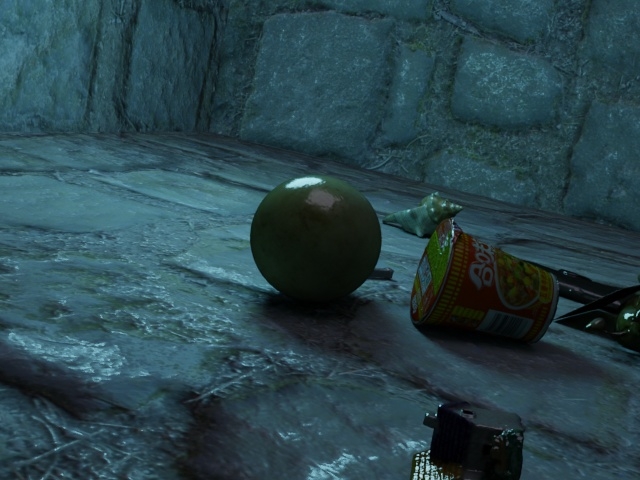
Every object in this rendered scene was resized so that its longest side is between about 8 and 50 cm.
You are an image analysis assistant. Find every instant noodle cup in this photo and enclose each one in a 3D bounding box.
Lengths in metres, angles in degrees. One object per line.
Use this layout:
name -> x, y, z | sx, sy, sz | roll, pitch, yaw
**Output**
instant noodle cup -> 0.286, 0.083, 1.438 | 0.212, 0.193, 0.193 | 18, 11, -7

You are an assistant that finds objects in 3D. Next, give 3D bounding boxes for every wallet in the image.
wallet -> 0.565, 0.097, 1.939 | 0.309, 0.042, 0.165 | 19, 15, 33

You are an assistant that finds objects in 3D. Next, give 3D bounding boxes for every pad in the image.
pad -> 0.580, 0.119, 1.683 | 0.158, 0.003, 0.235 | -32, -18, 36

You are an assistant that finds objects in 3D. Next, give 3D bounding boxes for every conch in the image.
conch -> 0.279, -0.058, 2.287 | 0.234, 0.114, 0.137 | -22, -8, 15

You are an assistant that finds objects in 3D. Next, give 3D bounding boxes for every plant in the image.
plant -> 0.671, 0.189, 1.496 | 0.333, 0.180, 0.251 | 42, 34, 13

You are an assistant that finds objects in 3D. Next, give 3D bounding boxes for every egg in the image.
egg -> 0.000, 0.000, 1.449 | 0.218, 0.218, 0.295 | 15, -2, 18

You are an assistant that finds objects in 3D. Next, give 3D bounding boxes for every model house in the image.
model house -> 0.141, 0.216, 0.817 | 0.100, 0.101, 0.088 | 12, 13, 9

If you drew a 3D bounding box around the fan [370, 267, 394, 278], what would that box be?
fan -> 0.023, 0.058, 1.665 | 0.282, 0.023, 0.057 | 4, 5, -30
